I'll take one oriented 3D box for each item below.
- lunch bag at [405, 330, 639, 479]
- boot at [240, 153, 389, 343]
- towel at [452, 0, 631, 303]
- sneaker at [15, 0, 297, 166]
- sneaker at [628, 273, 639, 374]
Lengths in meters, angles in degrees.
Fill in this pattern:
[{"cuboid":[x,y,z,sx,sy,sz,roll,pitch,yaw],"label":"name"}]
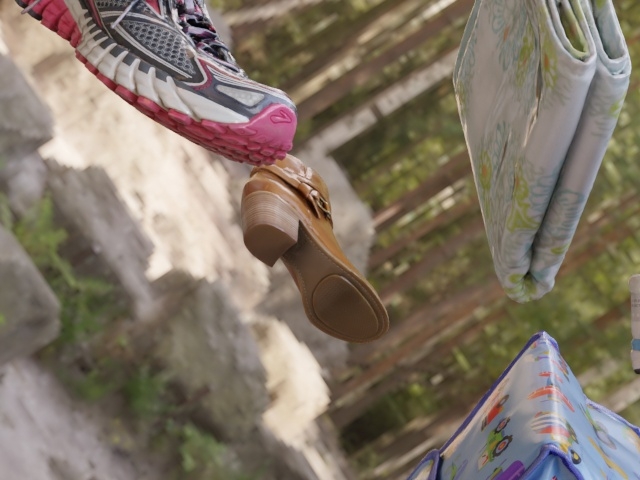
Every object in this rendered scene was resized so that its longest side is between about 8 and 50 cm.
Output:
[{"cuboid":[0.108,0.241,1.210,0.138,0.293,0.221,46,16,-10],"label":"lunch bag"},{"cuboid":[0.000,0.000,1.575,0.197,0.073,0.152,46,24,-24],"label":"boot"},{"cuboid":[0.224,-0.168,1.681,0.374,0.090,0.320,100,-11,-51],"label":"towel"},{"cuboid":[-0.112,-0.153,1.077,0.299,0.112,0.121,43,8,38],"label":"sneaker"},{"cuboid":[0.291,0.030,1.089,0.071,0.190,0.083,-6,-81,61],"label":"sneaker"}]
